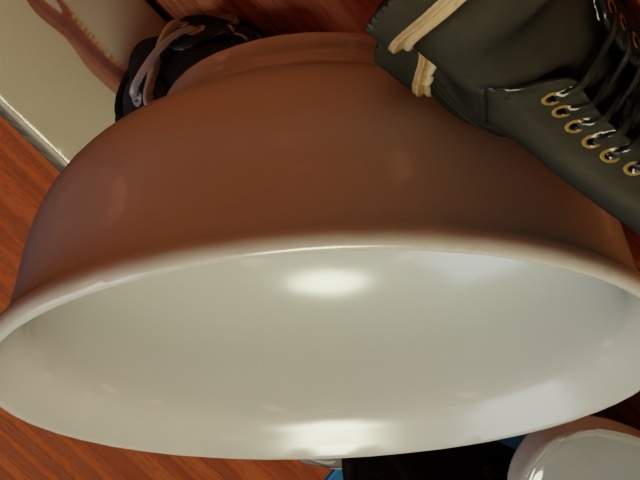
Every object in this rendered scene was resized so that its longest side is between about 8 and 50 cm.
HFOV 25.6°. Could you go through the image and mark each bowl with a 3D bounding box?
[{"bbox_3d":[0.000,0.000,0.623,0.298,0.298,0.134,61,-157,-66],"label":"bowl"}]

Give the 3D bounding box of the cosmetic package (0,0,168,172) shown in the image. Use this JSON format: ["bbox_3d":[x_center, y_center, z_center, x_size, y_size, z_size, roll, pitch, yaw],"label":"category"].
[{"bbox_3d":[-0.175,-0.124,1.038,0.296,0.129,0.153,45,173,-23],"label":"cosmetic package"}]

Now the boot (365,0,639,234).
[{"bbox_3d":[0.089,-0.050,0.424,0.137,0.077,0.198,38,-175,2],"label":"boot"}]

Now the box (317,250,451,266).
[{"bbox_3d":[0.017,0.025,0.808,0.186,0.038,0.145,-4,156,15],"label":"box"}]

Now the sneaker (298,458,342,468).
[{"bbox_3d":[-0.042,0.093,1.079,0.215,0.084,0.083,41,167,12],"label":"sneaker"}]

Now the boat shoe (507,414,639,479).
[{"bbox_3d":[0.214,0.183,0.872,0.306,0.113,0.105,32,-169,-29],"label":"boat shoe"}]

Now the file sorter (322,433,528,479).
[{"bbox_3d":[0.110,0.183,1.129,0.118,0.170,0.104,36,172,37],"label":"file sorter"}]

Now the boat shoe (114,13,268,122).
[{"bbox_3d":[-0.077,-0.083,0.838,0.091,0.114,0.302,38,172,-10],"label":"boat shoe"}]

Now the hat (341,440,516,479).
[{"bbox_3d":[0.116,0.247,0.921,0.331,0.134,0.331,34,-162,-13],"label":"hat"}]
